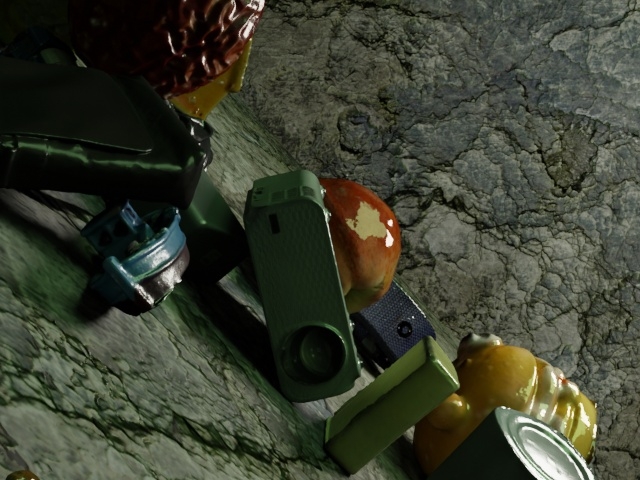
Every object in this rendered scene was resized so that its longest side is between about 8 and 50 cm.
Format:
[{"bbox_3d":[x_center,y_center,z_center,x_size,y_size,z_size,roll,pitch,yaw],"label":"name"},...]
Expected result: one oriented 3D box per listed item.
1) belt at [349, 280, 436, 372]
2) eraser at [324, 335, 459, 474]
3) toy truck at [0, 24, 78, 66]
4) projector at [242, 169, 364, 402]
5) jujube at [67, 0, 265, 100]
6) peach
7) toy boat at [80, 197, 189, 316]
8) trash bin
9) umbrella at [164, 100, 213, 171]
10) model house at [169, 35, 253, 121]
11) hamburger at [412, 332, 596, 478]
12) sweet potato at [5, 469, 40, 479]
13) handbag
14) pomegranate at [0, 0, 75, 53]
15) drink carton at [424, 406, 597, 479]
[{"bbox_3d":[0.090,0.137,1.652,0.230,0.126,0.139,47,-20,-5],"label":"belt"},{"bbox_3d":[0.086,0.198,1.132,0.058,0.172,0.117,49,7,-3],"label":"eraser"},{"bbox_3d":[-0.321,-0.181,1.126,0.074,0.088,0.202,35,14,-52],"label":"toy truck"},{"bbox_3d":[-0.021,0.050,1.182,0.198,0.108,0.250,-97,176,-76],"label":"projector"},{"bbox_3d":[-0.189,-0.284,1.160,0.213,0.232,0.213,46,14,-15],"label":"jujube"},{"bbox_3d":[0.000,0.000,1.470,0.257,0.232,0.232,63,14,26],"label":"peach"},{"bbox_3d":[-0.182,0.004,0.903,0.097,0.100,0.223,55,3,-13],"label":"toy boat"},{"bbox_3d":[-0.201,-0.066,1.184,0.236,0.101,0.176,54,8,22],"label":"trash bin"},{"bbox_3d":[-0.238,-0.163,1.459,0.122,0.110,0.272,50,4,20],"label":"umbrella"},{"bbox_3d":[-0.242,-0.385,2.014,0.173,0.239,0.268,44,10,-17],"label":"model house"},{"bbox_3d":[0.249,0.274,1.382,0.237,0.276,0.276,34,9,-5],"label":"hamburger"},{"bbox_3d":[-0.124,0.178,0.580,0.179,0.044,0.044,30,18,-47],"label":"sweet potato"},{"bbox_3d":[-0.252,-0.108,0.930,0.223,0.080,0.247,2,28,-31],"label":"handbag"},{"bbox_3d":[-0.393,-0.357,1.212,0.236,0.236,0.302,49,29,11],"label":"pomegranate"},{"bbox_3d":[0.187,0.295,1.032,0.185,0.190,0.191,24,23,-28],"label":"drink carton"}]
